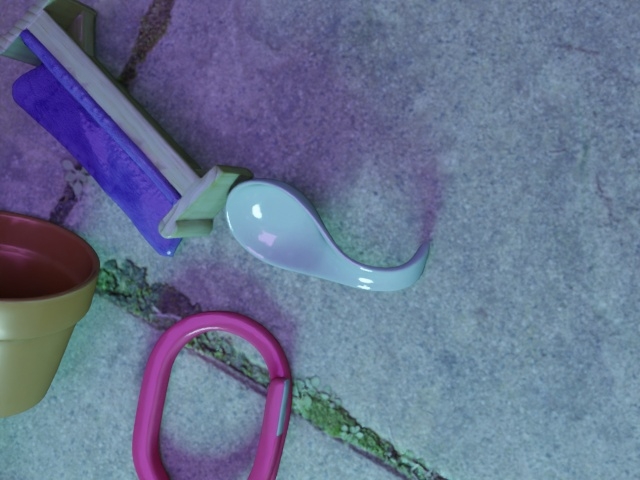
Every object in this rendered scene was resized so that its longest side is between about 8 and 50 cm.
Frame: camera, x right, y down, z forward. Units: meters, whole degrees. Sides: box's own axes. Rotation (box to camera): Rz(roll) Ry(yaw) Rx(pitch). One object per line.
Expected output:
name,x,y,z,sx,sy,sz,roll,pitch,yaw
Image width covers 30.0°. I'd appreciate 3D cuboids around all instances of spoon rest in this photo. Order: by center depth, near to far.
spoon rest,0.000,0.000,1.569,0.276,0.084,0.137,18,132,10

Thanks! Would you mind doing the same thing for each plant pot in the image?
plant pot,-0.453,0.104,1.601,0.291,0.291,0.203,17,111,12

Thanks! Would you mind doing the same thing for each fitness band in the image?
fitness band,-0.148,0.240,1.638,0.209,0.054,0.290,12,93,15

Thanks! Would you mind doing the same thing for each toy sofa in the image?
toy sofa,-0.281,-0.149,1.607,0.177,0.150,0.362,-45,82,9
